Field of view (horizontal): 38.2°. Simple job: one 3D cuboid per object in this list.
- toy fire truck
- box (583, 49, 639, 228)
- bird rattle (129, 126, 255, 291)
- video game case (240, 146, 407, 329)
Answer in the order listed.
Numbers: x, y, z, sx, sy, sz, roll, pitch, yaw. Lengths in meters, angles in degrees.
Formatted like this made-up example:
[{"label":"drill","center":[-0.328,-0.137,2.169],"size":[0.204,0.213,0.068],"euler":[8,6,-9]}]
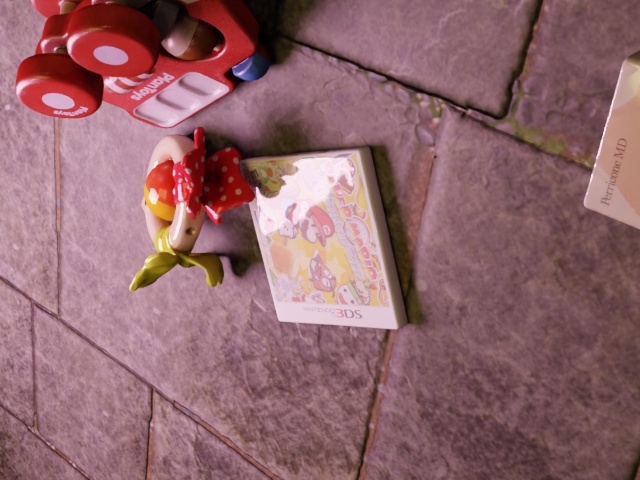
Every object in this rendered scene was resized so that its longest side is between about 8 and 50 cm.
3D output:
[{"label":"toy fire truck","center":[-0.201,-0.238,1.102],"size":[0.302,0.253,0.170],"euler":[-21,60,44]},{"label":"box","center":[0.387,-0.048,0.731],"size":[0.311,0.121,0.148],"euler":[25,124,31]},{"label":"bird rattle","center":[-0.195,-0.054,1.237],"size":[0.207,0.143,0.254],"euler":[56,144,41]},{"label":"video game case","center":[0.000,0.000,1.164],"size":[0.206,0.026,0.227],"euler":[-1,108,41]}]
